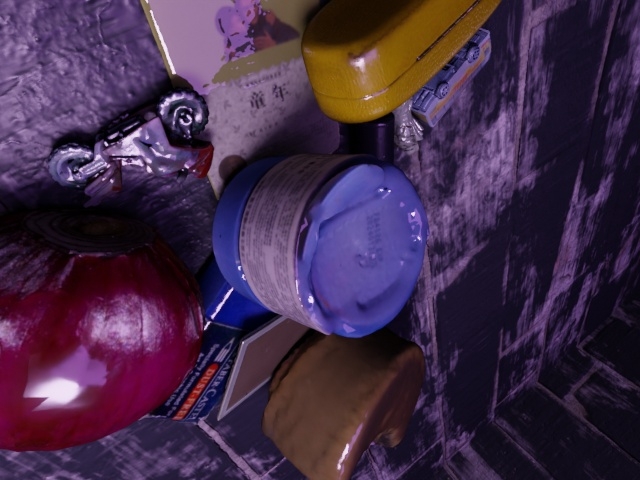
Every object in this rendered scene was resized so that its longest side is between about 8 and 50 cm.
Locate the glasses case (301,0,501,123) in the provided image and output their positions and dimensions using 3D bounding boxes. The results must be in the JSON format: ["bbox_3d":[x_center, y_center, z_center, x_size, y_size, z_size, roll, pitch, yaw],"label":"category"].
[{"bbox_3d":[0.120,-0.311,0.612,0.371,0.173,0.141,-47,140,-20],"label":"glasses case"}]

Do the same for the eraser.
[{"bbox_3d":[-0.197,0.179,0.761,0.155,0.101,0.332,29,99,-46],"label":"eraser"}]

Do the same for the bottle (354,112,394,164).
[{"bbox_3d":[0.103,-0.121,0.809,0.082,0.072,0.245,-51,146,-42],"label":"bottle"}]

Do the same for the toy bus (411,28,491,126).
[{"bbox_3d":[0.246,-0.309,0.802,0.190,0.064,0.075,-50,141,1],"label":"toy bus"}]

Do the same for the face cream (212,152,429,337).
[{"bbox_3d":[0.000,0.000,0.616,0.248,0.225,0.249,-9,105,-37],"label":"face cream"}]

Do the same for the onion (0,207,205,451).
[{"bbox_3d":[-0.296,0.112,0.526,0.336,0.260,0.282,21,99,-37],"label":"onion"}]

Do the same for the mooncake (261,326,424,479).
[{"bbox_3d":[0.065,0.372,0.968,0.393,0.246,0.394,-37,140,-33],"label":"mooncake"}]

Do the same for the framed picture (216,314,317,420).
[{"bbox_3d":[-0.078,0.204,0.842,0.296,0.019,0.232,-26,145,-50],"label":"framed picture"}]

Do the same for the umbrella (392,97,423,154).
[{"bbox_3d":[0.156,-0.224,0.791,0.062,0.067,0.144,-58,137,-34],"label":"umbrella"}]

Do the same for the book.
[{"bbox_3d":[-0.094,-0.243,0.606,0.239,0.035,0.352,-28,132,-18],"label":"book"}]

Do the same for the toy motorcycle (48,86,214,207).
[{"bbox_3d":[-0.234,-0.112,0.559,0.213,0.082,0.122,-28,129,-4],"label":"toy motorcycle"}]
